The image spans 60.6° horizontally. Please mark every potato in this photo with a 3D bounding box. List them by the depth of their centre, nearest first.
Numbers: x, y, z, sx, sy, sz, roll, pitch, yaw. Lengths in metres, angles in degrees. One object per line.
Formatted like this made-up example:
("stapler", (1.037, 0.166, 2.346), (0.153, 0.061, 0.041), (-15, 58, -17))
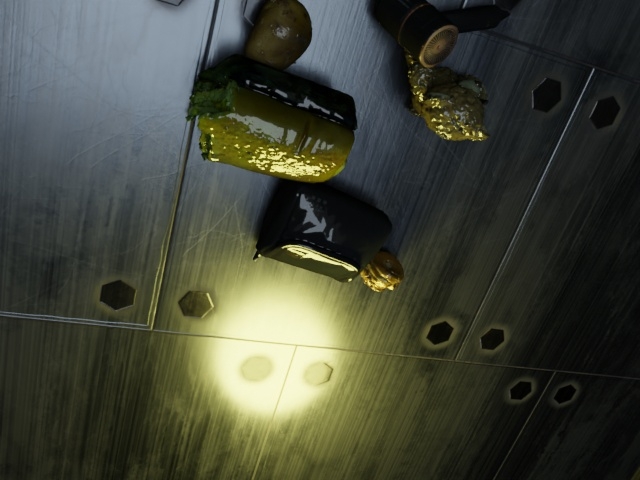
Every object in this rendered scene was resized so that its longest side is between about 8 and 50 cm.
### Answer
("potato", (-0.090, -0.447, 1.204), (0.137, 0.137, 0.176), (18, 113, -22))

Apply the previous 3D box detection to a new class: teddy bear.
("teddy bear", (0.298, -0.333, 1.292), (0.267, 0.256, 0.156), (25, 113, -24))

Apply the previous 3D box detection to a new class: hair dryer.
("hair dryer", (0.309, -0.520, 1.282), (0.352, 0.189, 0.107), (-20, 149, -30))

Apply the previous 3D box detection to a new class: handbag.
("handbag", (0.001, 0.001, 1.430), (0.301, 0.178, 0.275), (22, 110, -24))

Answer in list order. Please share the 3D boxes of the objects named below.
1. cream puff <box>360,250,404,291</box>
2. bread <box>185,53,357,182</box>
("cream puff", (0.170, 0.090, 1.562), (0.133, 0.119, 0.104), (26, 130, 3))
("bread", (-0.100, -0.251, 1.232), (0.376, 0.208, 0.251), (12, 157, -22))
